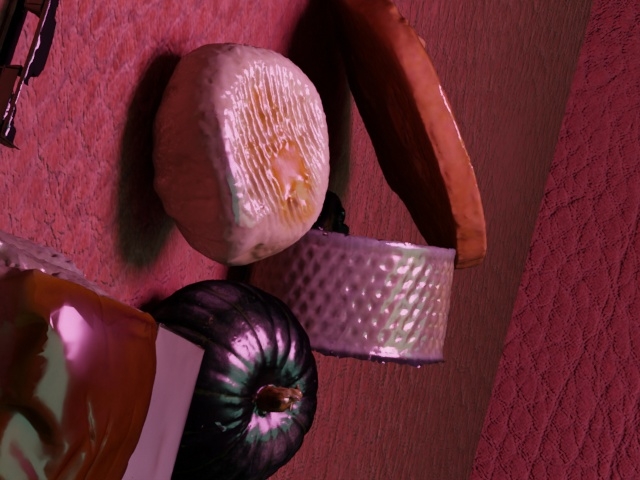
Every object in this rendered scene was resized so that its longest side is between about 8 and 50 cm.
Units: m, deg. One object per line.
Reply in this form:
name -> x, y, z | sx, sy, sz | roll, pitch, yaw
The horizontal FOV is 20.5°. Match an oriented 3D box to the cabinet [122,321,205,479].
cabinet -> -0.227, 0.177, 1.744 | 0.150, 0.145, 0.206 | 41, 62, -68

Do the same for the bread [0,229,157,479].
bread -> -0.269, 0.135, 1.481 | 0.250, 0.225, 0.279 | 28, 79, -69

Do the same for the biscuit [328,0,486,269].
biscuit -> 0.119, -0.155, 2.302 | 0.365, 0.062, 0.385 | -124, -167, -49

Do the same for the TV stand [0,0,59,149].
TV stand -> -0.256, -0.205, 1.599 | 0.036, 0.042, 0.249 | 43, 60, -65

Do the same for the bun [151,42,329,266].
bun -> -0.102, -0.099, 1.930 | 0.244, 0.153, 0.243 | 15, 72, -56

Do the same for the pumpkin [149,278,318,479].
pumpkin -> -0.105, 0.164, 1.995 | 0.250, 0.216, 0.249 | -4, 96, -45

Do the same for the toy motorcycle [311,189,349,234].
toy motorcycle -> 0.000, 0.000, 2.410 | 0.124, 0.061, 0.193 | -41, 131, -50

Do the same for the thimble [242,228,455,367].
thimble -> 0.037, 0.066, 2.231 | 0.271, 0.271, 0.150 | 5, 93, -71
